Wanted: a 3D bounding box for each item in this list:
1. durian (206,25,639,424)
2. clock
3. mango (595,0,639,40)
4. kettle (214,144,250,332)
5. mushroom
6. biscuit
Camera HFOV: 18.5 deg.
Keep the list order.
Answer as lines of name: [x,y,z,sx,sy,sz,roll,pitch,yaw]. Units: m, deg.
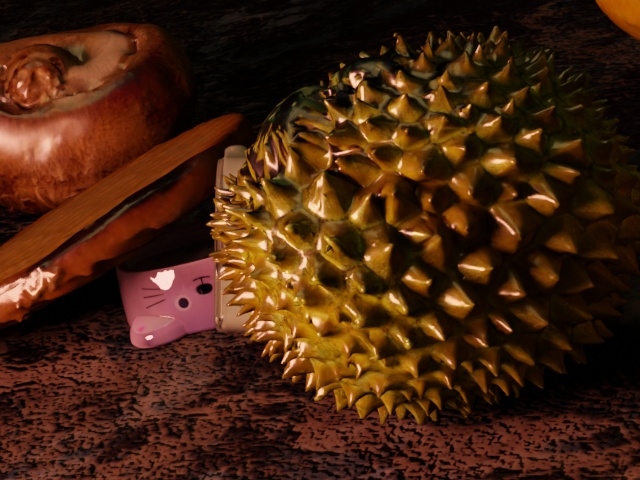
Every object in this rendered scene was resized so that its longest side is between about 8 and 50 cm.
durian: [0.071,-0.009,1.180,0.291,0.225,0.291,-29,1,1]
clock: [-0.080,0.024,1.454,0.152,0.050,0.110,-14,21,8]
mango: [0.412,-0.242,1.527,0.445,0.220,0.301,-14,39,38]
kettle: [0.000,-0.002,1.373,0.148,0.127,0.098,0,8,-1]
mushroom: [-0.238,-0.117,1.795,0.253,0.153,0.253,-6,23,3]
biscuit: [-0.185,-0.003,1.514,0.318,0.040,0.318,-30,10,6]
